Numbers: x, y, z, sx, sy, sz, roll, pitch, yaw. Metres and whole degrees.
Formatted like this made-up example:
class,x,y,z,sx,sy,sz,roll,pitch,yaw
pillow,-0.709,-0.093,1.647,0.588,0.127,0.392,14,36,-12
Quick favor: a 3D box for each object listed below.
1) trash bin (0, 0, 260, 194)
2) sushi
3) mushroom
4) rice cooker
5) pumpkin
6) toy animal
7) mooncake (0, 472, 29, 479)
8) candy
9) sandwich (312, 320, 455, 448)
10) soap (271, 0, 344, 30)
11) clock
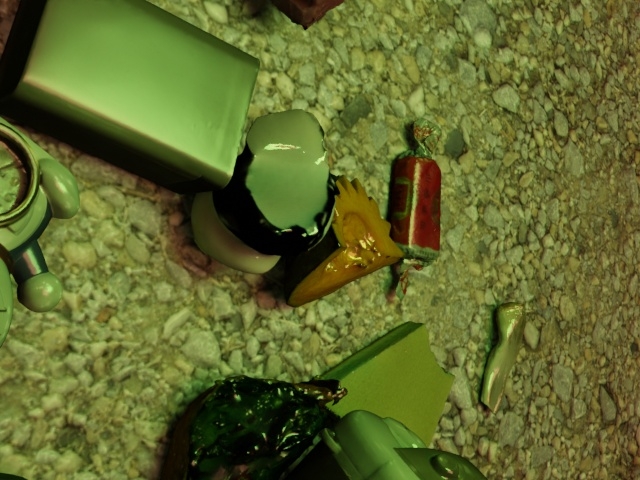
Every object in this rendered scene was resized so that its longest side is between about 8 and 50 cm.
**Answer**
class,x,y,z,sx,sy,sz,roll,pitch,yaw
trash bin,-0.205,-0.170,0.807,0.240,0.122,0.164,24,74,-37
sushi,-0.100,0.239,0.886,0.287,0.140,0.149,-33,118,-38
mushroom,0.321,0.207,1.333,0.059,0.054,0.202,18,84,-35
rice cooker,0.077,0.391,0.881,0.325,0.335,0.335,-47,123,-3
pumpkin,0.000,0.000,1.018,0.131,0.149,0.254,61,20,14
toy animal,-0.068,-0.046,0.890,0.138,0.179,0.166,35,53,-18
mooncake,-0.330,0.385,0.647,0.356,0.194,0.357,0,90,-43
candy,0.148,-0.049,1.165,0.086,0.059,0.292,10,83,-40
sandwich,0.098,0.206,1.125,0.245,0.063,0.212,45,58,-33
soap,-0.073,-0.411,0.883,0.289,0.182,0.112,41,61,3
clock,-0.330,0.016,0.678,0.199,0.146,0.243,40,60,-29
